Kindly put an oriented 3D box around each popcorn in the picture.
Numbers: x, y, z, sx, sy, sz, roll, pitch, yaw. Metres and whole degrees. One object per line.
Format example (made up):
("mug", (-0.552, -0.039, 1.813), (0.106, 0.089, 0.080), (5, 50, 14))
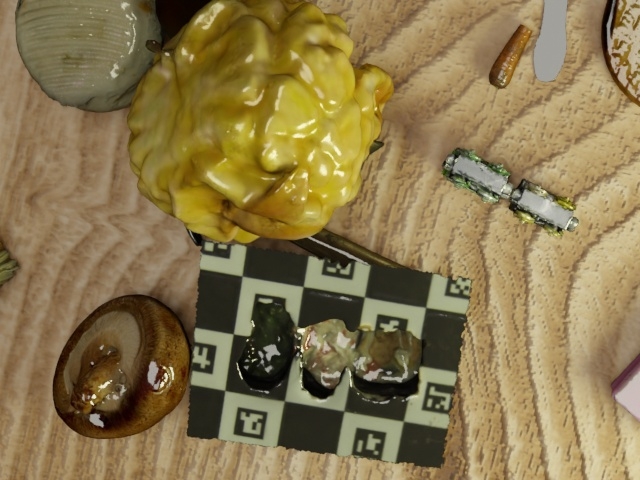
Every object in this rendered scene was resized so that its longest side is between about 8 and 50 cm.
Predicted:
("popcorn", (-0.065, -0.149, 1.726), (0.349, 0.381, 0.349), (-17, 65, 40))

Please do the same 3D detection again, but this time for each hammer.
("hammer", (0.000, 0.000, 1.863), (0.440, 0.044, 0.168), (25, 96, 8))

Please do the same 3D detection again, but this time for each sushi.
("sushi", (0.009, 0.147, 1.851), (0.373, 0.100, 0.296), (7, 107, 1))

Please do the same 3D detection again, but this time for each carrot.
("carrot", (0.262, -0.253, 1.810), (0.032, 0.032, 0.093), (28, 95, 7))

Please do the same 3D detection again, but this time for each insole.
("insole", (0.320, -0.287, 1.811), (0.045, 0.002, 0.135), (6, 94, 8))

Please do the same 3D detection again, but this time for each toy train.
("toy train", (0.260, -0.067, 1.798), (0.202, 0.081, 0.060), (27, 98, 0))

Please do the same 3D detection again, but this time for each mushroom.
("mushroom", (-0.272, 0.184, 1.866), (0.231, 0.194, 0.138), (-19, 131, 32))

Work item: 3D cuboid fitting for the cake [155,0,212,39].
("cake", (-0.125, -0.373, 1.809), (0.207, 0.178, 0.185), (-29, 132, 34))

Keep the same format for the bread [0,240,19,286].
("bread", (-0.579, 0.038, 1.935), (0.210, 0.110, 0.192), (-41, 92, 10))

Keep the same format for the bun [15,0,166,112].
("bun", (-0.316, -0.304, 1.851), (0.239, 0.141, 0.239), (2, 94, 21))

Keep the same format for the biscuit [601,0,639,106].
("biscuit", (0.474, -0.304, 1.769), (0.228, 0.031, 0.176), (-41, 87, 8))

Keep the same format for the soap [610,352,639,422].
("soap", (0.502, 0.171, 1.774), (0.122, 0.065, 0.203), (40, 98, 5))
